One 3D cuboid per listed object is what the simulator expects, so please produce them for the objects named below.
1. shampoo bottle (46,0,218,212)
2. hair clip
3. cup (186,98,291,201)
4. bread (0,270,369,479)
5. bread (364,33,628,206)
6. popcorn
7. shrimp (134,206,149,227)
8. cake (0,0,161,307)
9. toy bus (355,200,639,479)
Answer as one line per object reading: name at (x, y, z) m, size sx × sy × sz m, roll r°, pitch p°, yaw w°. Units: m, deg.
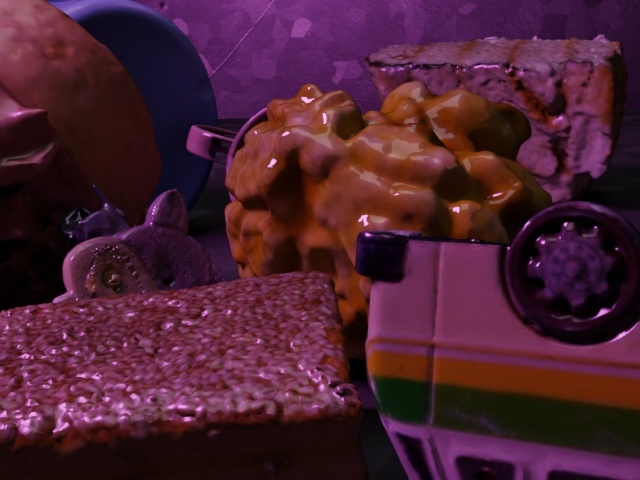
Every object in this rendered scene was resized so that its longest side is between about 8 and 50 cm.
shampoo bottle at (-0.368, -0.169, 1.072) m, size 0.342 × 0.331 × 0.331 m, roll 11°, pitch 20°, yaw 39°
hair clip at (-0.140, 0.038, 0.598) m, size 0.146 × 0.187 × 0.056 m, roll -31°, pitch -11°, yaw -44°
cup at (-0.054, -0.108, 1.036) m, size 0.252 × 0.191 × 0.200 m, roll 14°, pitch 11°, yaw -5°
bread at (-0.094, 0.101, 0.444) m, size 0.234 × 0.111 × 0.184 m, roll -5°, pitch 18°, yaw -4°
bread at (0.271, -0.179, 1.200) m, size 0.395 × 0.264 × 0.239 m, roll 3°, pitch 28°, yaw 21°
popcorn at (0.053, -0.015, 0.615) m, size 0.257 × 0.224 × 0.270 m, roll -4°, pitch 30°, yaw -7°
shrimp at (-0.248, -0.034, 0.929) m, size 0.045 × 0.162 × 0.095 m, roll -32°, pitch 29°, yaw 41°
cake at (-0.344, -0.033, 0.679) m, size 0.332 × 0.332 × 0.321 m, roll 3°, pitch 41°, yaw 20°
toy bus at (0.173, 0.076, 0.346) m, size 0.305 × 0.179 × 0.143 m, roll 4°, pitch 2°, yaw 21°
